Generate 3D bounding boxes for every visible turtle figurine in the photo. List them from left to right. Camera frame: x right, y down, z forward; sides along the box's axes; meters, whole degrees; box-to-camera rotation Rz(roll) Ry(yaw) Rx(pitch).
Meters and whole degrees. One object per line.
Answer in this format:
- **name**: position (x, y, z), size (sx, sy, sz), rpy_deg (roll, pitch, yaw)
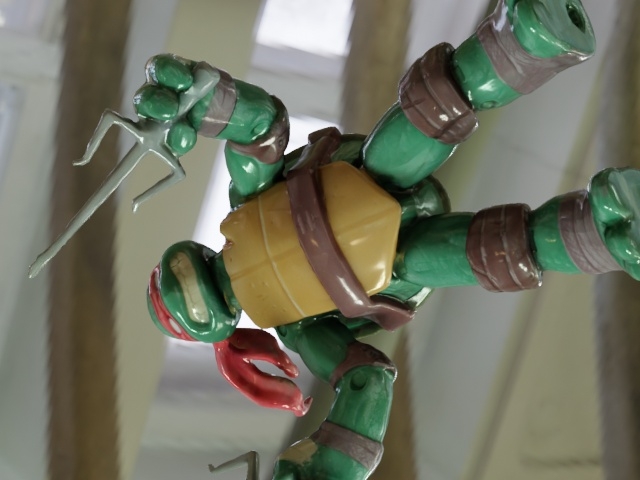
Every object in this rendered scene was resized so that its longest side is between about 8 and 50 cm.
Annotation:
- **turtle figurine**: position (0.000, 0.000, 0.696), size (0.175, 0.234, 0.118), rpy_deg (59, -154, -10)
